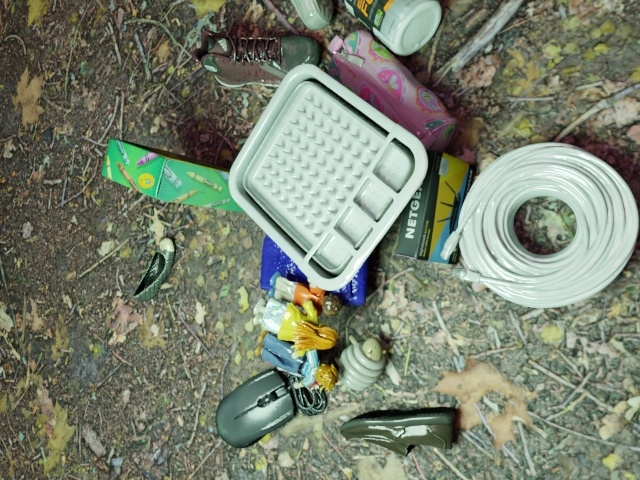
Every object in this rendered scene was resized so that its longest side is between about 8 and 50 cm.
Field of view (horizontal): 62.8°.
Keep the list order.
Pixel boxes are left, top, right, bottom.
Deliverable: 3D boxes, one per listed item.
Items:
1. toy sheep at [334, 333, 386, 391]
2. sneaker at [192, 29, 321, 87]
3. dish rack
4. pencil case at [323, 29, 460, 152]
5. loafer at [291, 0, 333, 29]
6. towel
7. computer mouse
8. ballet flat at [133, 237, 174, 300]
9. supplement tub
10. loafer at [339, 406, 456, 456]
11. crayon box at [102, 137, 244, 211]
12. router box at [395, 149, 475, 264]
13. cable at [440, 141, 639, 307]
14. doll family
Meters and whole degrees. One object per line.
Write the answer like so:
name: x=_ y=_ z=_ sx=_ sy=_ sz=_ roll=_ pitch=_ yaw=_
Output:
toy sheep: x=0.073 y=0.232 z=0.974 sx=0.091 sy=0.091 sz=0.132 roll=41 pitch=120 yaw=26
sneaker: x=-0.151 y=-0.388 z=1.099 sx=0.281 sy=0.162 sz=0.107 roll=-1 pitch=86 yaw=30
dish rack: x=0.008 y=-0.111 z=0.899 sx=0.333 sy=0.072 sz=0.286 roll=44 pitch=110 yaw=27
pencil case: x=0.125 y=-0.262 z=0.958 sx=0.124 sy=0.124 sz=0.284 roll=-44 pitch=68 yaw=20
loafer: x=-0.064 y=-0.556 z=1.099 sx=0.111 sy=0.112 sz=0.320 roll=-33 pitch=63 yaw=29
towel: x=-0.013 y=-0.040 z=0.988 sx=0.227 sy=0.076 sz=0.308 roll=5 pitch=90 yaw=26
computer mouse: x=-0.135 y=0.338 z=1.090 sx=0.272 sy=0.072 sz=0.188 roll=-43 pitch=68 yaw=20
ballet flat: x=-0.401 y=0.073 z=1.274 sx=0.057 sy=0.049 sz=0.173 roll=31 pitch=102 yaw=27
supplement tub: x=0.123 y=-0.444 z=0.973 sx=0.117 sy=0.117 sz=0.190 roll=-47 pitch=66 yaw=18
loafer: x=0.134 y=0.346 z=0.930 sx=0.220 sy=0.080 sz=0.078 roll=-14 pitch=79 yaw=28
crayon box: x=-0.279 y=-0.129 z=1.087 sx=0.165 sy=0.278 sz=0.081 roll=22 pitch=98 yaw=29
router box: x=0.198 y=-0.053 z=0.890 sx=0.046 sy=0.133 sz=0.179 roll=12 pitch=93 yaw=44
cable: x=0.351 y=-0.022 z=0.830 sx=0.257 sy=0.089 sz=0.257 roll=26 pitch=98 yaw=28
doll family: x=-0.038 y=0.191 z=0.936 sx=0.163 sy=0.118 sz=0.263 roll=19 pitch=124 yaw=22
